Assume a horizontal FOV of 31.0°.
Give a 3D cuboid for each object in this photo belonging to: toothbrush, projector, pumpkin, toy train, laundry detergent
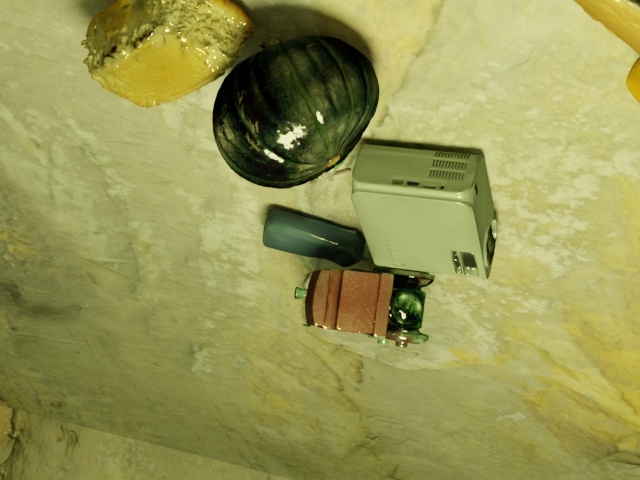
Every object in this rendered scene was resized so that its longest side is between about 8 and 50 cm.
[{"bbox_3d":[0.015,-0.108,1.938,0.006,0.008,0.097,23,154,-40],"label":"toothbrush"},{"bbox_3d":[0.173,-0.047,1.856,0.198,0.108,0.250,7,149,20],"label":"projector"},{"bbox_3d":[-0.038,-0.192,1.625,0.250,0.216,0.250,-18,172,-2],"label":"pumpkin"},{"bbox_3d":[0.074,0.109,2.055,0.221,0.150,0.304,7,177,-10],"label":"toy train"},{"bbox_3d":[0.001,-0.001,2.087,0.206,0.061,0.097,14,147,5],"label":"laundry detergent"}]

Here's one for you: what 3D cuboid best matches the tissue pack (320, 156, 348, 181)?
[{"bbox_3d":[-0.019,-0.142,1.821,0.111,0.079,0.085,24,152,-13],"label":"tissue pack"}]

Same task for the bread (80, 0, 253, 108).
[{"bbox_3d":[-0.220,-0.281,1.641,0.174,0.121,0.245,20,151,-38],"label":"bread"}]

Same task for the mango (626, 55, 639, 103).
[{"bbox_3d":[0.483,-0.197,1.409,0.217,0.102,0.141,2,142,23],"label":"mango"}]

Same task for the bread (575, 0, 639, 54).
[{"bbox_3d":[0.339,-0.274,1.109,0.424,0.329,0.245,30,151,-33],"label":"bread"}]
